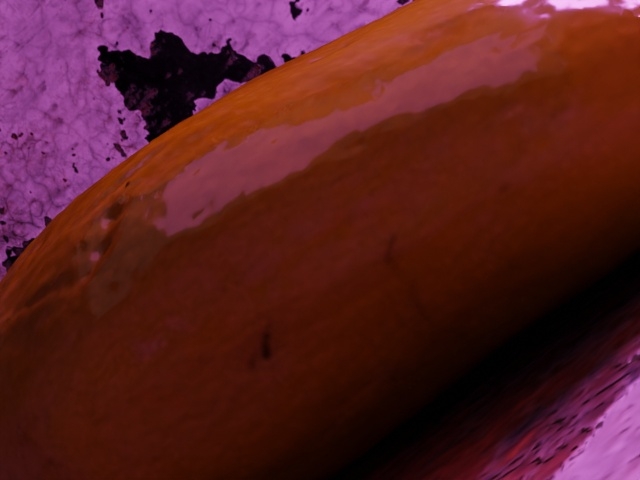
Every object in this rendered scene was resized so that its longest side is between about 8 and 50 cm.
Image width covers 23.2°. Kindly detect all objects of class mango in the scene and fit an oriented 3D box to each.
[{"bbox_3d":[0.003,0.004,0.571,0.332,0.142,0.195,-32,11,19],"label":"mango"}]
